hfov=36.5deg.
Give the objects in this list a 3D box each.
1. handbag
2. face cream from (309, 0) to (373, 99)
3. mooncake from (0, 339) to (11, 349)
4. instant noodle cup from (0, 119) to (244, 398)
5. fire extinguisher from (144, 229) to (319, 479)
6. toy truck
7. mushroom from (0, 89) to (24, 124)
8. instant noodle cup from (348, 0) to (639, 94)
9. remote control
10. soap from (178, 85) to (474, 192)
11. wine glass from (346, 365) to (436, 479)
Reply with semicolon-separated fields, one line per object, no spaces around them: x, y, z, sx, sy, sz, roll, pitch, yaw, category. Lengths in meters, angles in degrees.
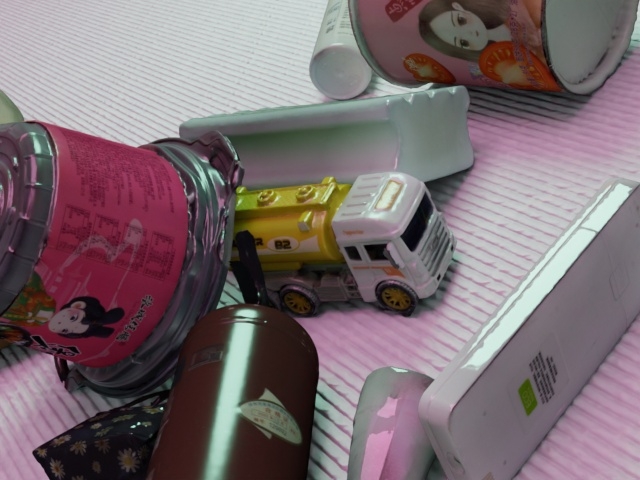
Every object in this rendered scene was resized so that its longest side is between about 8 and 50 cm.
-0.155;0.162;0.815;0.115;0.072;0.139;-15;20;27;handbag
0.041;-0.286;1.299;0.082;0.082;0.269;-15;33;19;face cream
-0.353;0.035;1.092;0.235;0.117;0.234;-21;34;15;mooncake
-0.228;0.001;0.874;0.302;0.182;0.258;-58;43;12;instant noodle cup
-0.065;0.139;0.715;0.114;0.135;0.337;-6;35;9;fire extinguisher
0.000;0.000;0.884;0.227;0.114;0.098;-4;39;33;toy truck
-0.527;-0.173;1.522;0.128;0.128;0.350;-34;37;-10;mushroom
0.193;-0.267;1.031;0.231;0.243;0.243;19;54;41;instant noodle cup
0.164;0.065;0.682;0.034;0.103;0.250;16;53;45;remote control
0.005;-0.099;0.999;0.265;0.087;0.160;0;11;36;soap
0.043;0.166;0.656;0.073;0.073;0.155;-8;38;28;wine glass
